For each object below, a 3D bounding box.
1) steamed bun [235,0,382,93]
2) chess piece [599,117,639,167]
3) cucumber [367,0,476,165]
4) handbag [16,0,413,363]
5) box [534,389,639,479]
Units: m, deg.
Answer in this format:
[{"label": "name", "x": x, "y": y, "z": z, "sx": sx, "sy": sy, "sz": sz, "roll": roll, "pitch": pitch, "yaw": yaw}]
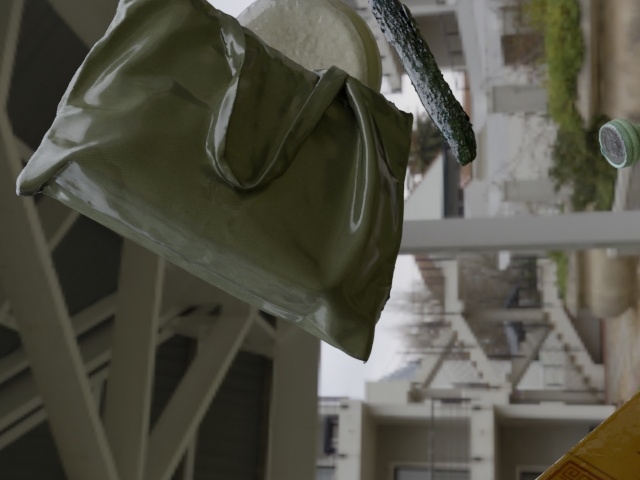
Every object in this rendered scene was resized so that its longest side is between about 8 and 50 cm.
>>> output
[{"label": "steamed bun", "x": -0.033, "y": -0.265, "z": 1.602, "sx": 0.177, "sy": 0.283, "sz": 0.283, "roll": -12, "pitch": -80, "yaw": -77}, {"label": "chess piece", "x": 0.409, "y": -0.132, "z": 1.154, "sx": 0.059, "sy": 0.149, "sz": 0.059, "roll": 162, "pitch": 90, "yaw": -79}, {"label": "cucumber", "x": 0.124, "y": -0.196, "z": 1.155, "sx": 0.257, "sy": 0.044, "sz": 0.043, "roll": 65, "pitch": -176, "yaw": 21}, {"label": "handbag", "x": -0.059, "y": -0.070, "z": 0.817, "sx": 0.109, "sy": 0.315, "sz": 0.253, "roll": -41, "pitch": 28, "yaw": 53}, {"label": "box", "x": 0.221, "y": 0.272, "z": 0.640, "sx": 0.415, "sy": 0.264, "sz": 0.116, "roll": -32, "pitch": -48, "yaw": -29}]
